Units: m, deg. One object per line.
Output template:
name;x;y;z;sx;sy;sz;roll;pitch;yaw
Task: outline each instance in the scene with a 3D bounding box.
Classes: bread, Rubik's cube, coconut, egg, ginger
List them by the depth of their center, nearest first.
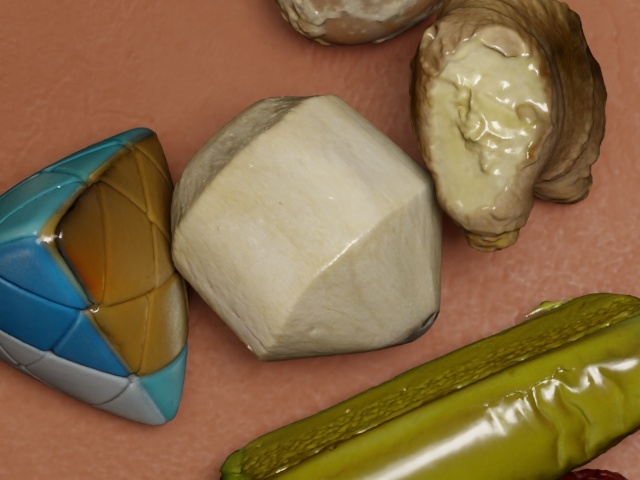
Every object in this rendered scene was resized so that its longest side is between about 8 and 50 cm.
ginger;0.148;-0.093;1.514;0.130;0.275;0.221;-12;65;25
bread;0.103;0.161;1.515;0.383;0.166;0.112;-25;104;-3
coconut;0.000;0.000;1.531;0.202;0.202;0.222;-44;76;-5
Rubik's cube;-0.220;-0.001;1.583;0.254;0.254;0.254;-1;78;4
egg;0.042;-0.271;1.590;0.195;0.195;0.233;33;95;10

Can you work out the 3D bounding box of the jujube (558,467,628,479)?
jujube;0.190;0.222;1.534;0.129;0.077;0.077;-21;77;-5
